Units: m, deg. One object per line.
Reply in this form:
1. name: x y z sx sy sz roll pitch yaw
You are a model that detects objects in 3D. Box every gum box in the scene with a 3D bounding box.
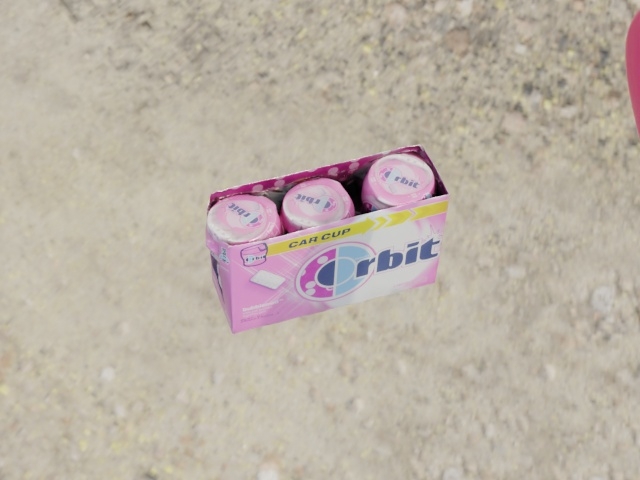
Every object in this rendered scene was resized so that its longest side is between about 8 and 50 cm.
1. gum box: 0.000 0.000 0.939 0.188 0.062 0.107 -14 141 -14

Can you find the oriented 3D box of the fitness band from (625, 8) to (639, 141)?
1. fitness band: 0.312 -0.055 0.864 0.054 0.209 0.291 -28 122 -10
